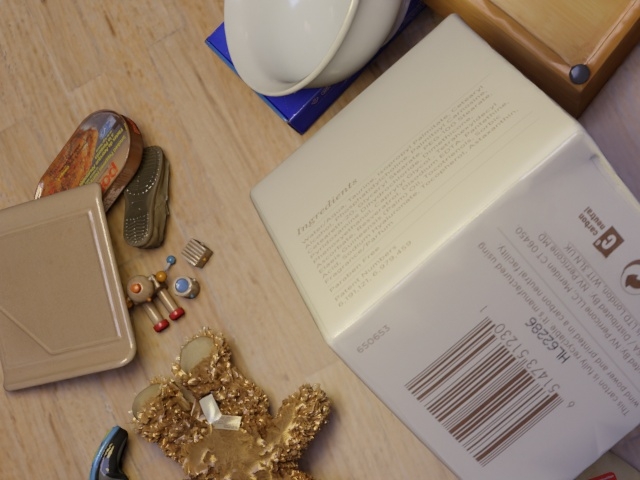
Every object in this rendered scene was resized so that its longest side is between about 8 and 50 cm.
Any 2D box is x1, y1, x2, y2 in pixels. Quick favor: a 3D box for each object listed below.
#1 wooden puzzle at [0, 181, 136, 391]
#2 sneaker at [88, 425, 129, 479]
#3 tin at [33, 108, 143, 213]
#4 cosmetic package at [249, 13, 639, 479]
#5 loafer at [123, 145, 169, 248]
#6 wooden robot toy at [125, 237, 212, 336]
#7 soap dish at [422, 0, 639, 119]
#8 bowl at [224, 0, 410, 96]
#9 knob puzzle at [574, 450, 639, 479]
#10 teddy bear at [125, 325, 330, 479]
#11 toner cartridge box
[{"bbox_3d":[-0.343,0.062,2.055,0.221,0.044,0.238,-14,84,30],"label":"wooden puzzle"},{"bbox_3d":[-0.256,0.330,2.017,0.078,0.067,0.188,1,81,-3],"label":"sneaker"},{"bbox_3d":[-0.303,-0.084,2.079,0.189,0.040,0.106,-51,52,15],"label":"tin"},{"bbox_3d":[0.174,0.019,1.723,0.327,0.393,0.329,-42,118,6],"label":"cosmetic package"},{"bbox_3d":[-0.226,-0.053,2.074,0.056,0.050,0.148,-3,65,23],"label":"loafer"},{"bbox_3d":[-0.213,0.067,2.033,0.173,0.079,0.076,-39,74,6],"label":"wooden robot toy"},{"bbox_3d":[0.269,-0.322,1.915,0.291,0.118,0.229,38,92,-2],"label":"soap dish"},{"bbox_3d":[0.017,-0.308,1.899,0.298,0.134,0.298,-18,68,53],"label":"bowl"},{"bbox_3d":[0.299,0.322,1.869,0.213,0.030,0.213,-7,57,11],"label":"knob puzzle"},{"bbox_3d":[-0.098,0.265,1.970,0.338,0.113,0.245,28,82,24],"label":"teddy bear"},{"bbox_3d":[0.033,-0.319,2.036,0.348,0.075,0.165,-45,73,3],"label":"toner cartridge box"}]
